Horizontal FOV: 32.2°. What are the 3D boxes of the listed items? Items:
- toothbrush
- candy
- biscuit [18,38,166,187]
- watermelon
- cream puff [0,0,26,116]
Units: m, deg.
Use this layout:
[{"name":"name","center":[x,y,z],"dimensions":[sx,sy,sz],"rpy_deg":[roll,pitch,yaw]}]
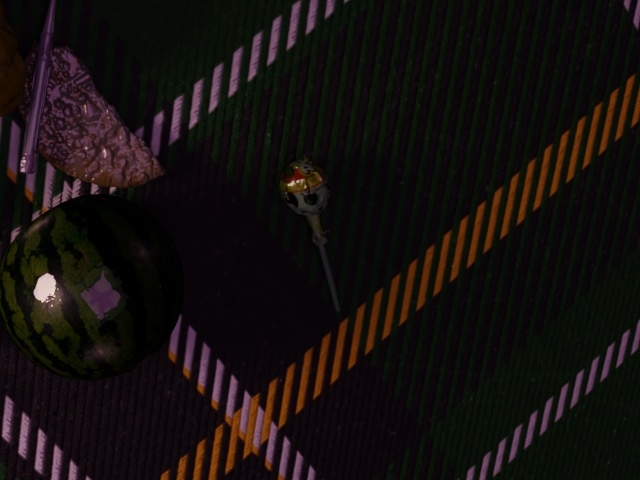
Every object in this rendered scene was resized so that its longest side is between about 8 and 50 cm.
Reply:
[{"name":"toothbrush","center":[-0.415,-0.275,1.664],"dimensions":[0.024,0.029,0.354],"rpy_deg":[9,97,-16]},{"name":"candy","center":[0.000,0.000,1.913],"dimensions":[0.083,0.091,0.306],"rpy_deg":[-24,119,-15]},{"name":"biscuit","center":[-0.380,-0.177,1.735],"dimensions":[0.141,0.038,0.290],"rpy_deg":[-39,113,-6]},{"name":"watermelon","center":[-0.347,0.072,1.691],"dimensions":[0.285,0.285,0.285],"rpy_deg":[-6,107,-19]},{"name":"cream puff","center":[-0.567,-0.283,1.510],"dimensions":[0.269,0.274,0.323],"rpy_deg":[-34,111,-19]}]
